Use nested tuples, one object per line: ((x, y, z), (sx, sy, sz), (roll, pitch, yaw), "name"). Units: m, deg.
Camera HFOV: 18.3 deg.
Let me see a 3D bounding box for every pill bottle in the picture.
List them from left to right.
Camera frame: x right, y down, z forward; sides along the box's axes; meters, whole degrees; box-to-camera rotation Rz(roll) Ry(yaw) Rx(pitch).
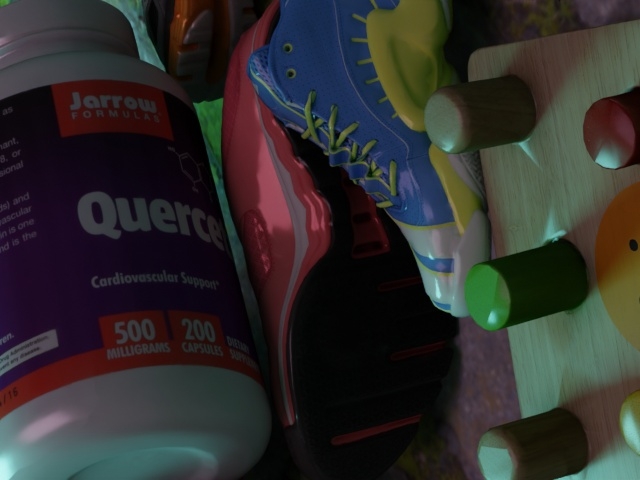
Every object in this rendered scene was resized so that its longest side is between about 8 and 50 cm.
((-0.149, 0.008, 1.271), (0.181, 0.182, 0.323), (-48, 49, 48), "pill bottle")

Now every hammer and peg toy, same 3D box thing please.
((0.173, -0.040, 0.982), (0.266, 0.127, 0.361), (-3, 97, 53), "hammer and peg toy")

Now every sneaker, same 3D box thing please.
((-0.081, -0.199, 1.320), (0.083, 0.084, 0.215), (48, 135, 41), "sneaker")
((0.001, 0.000, 1.266), (0.136, 0.116, 0.313), (174, 90, -66), "sneaker")
((0.026, -0.063, 1.147), (0.091, 0.126, 0.240), (79, -178, -68), "sneaker")

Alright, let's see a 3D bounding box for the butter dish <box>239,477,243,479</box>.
((-0.104, 0.112, 1.414), (0.160, 0.118, 0.160), (22, 148, 19), "butter dish")
